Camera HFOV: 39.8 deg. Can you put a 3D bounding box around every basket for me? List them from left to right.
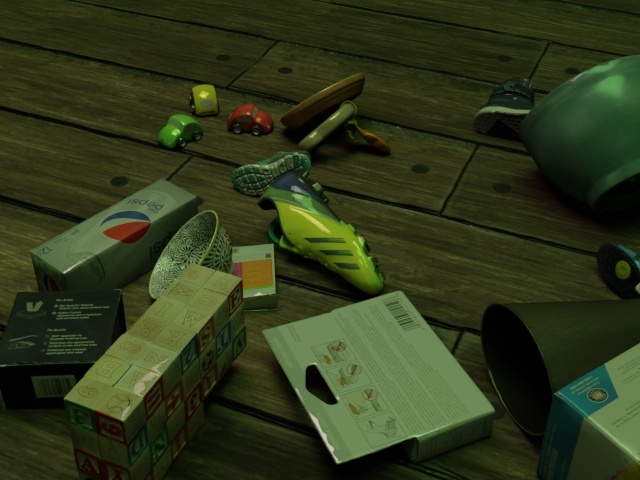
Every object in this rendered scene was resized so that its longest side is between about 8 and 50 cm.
[{"bbox_3d":[0.374,0.160,1.255,0.227,0.154,0.204,-8,44,-18],"label":"basket"}]

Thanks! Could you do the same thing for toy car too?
[{"bbox_3d":[-0.249,-0.260,1.870,0.239,0.053,0.225,28,45,32],"label":"toy car"}]

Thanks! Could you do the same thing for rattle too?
[{"bbox_3d":[0.019,-0.179,1.790,0.200,0.142,0.130,-44,22,-25],"label":"rattle"}]

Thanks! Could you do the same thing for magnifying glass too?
[{"bbox_3d":[-0.051,-0.053,1.625,0.092,0.026,0.231,-1,36,-3],"label":"magnifying glass"}]

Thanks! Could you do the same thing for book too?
[{"bbox_3d":[-0.123,0.059,1.470,0.096,0.035,0.144,-4,37,-2],"label":"book"}]

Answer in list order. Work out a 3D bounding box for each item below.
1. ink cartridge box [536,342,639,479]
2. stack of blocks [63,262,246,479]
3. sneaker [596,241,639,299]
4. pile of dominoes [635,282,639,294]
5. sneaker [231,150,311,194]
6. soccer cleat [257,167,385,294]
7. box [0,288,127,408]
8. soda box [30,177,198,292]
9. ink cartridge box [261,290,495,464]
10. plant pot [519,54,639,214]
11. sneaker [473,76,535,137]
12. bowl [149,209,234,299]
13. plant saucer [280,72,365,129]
[{"bbox_3d":[0.416,0.277,1.078,0.171,0.168,0.233,-21,42,-26],"label":"ink cartridge box"},{"bbox_3d":[-0.207,0.187,1.182,0.087,0.171,0.297,16,39,18],"label":"stack of blocks"},{"bbox_3d":[0.545,0.071,1.449,0.082,0.069,0.209,-6,34,-33],"label":"sneaker"},{"bbox_3d":[0.567,0.142,1.318,0.196,0.040,0.251,-40,44,6],"label":"pile of dominoes"},{"bbox_3d":[-0.089,-0.133,1.687,0.167,0.064,0.076,-11,18,18],"label":"sneaker"},{"bbox_3d":[0.000,0.000,1.502,0.121,0.093,0.289,-38,61,-4],"label":"soccer cleat"},{"bbox_3d":[-0.371,0.155,1.284,0.156,0.093,0.158,-1,38,-2],"label":"box"},{"bbox_3d":[-0.336,0.006,1.480,0.091,0.098,0.286,28,44,30],"label":"soda box"},{"bbox_3d":[0.075,0.201,1.263,0.239,0.060,0.275,-15,41,-19],"label":"ink cartridge box"},{"bbox_3d":[0.540,-0.171,1.618,0.293,0.293,0.196,-12,65,-17],"label":"plant pot"},{"bbox_3d":[0.461,-0.276,1.882,0.226,0.086,0.163,17,42,21],"label":"sneaker"},{"bbox_3d":[-0.193,0.042,1.427,0.080,0.170,0.170,38,31,-28],"label":"bowl"},{"bbox_3d":[0.010,-0.285,1.842,0.200,0.037,0.200,-29,3,2],"label":"plant saucer"}]
